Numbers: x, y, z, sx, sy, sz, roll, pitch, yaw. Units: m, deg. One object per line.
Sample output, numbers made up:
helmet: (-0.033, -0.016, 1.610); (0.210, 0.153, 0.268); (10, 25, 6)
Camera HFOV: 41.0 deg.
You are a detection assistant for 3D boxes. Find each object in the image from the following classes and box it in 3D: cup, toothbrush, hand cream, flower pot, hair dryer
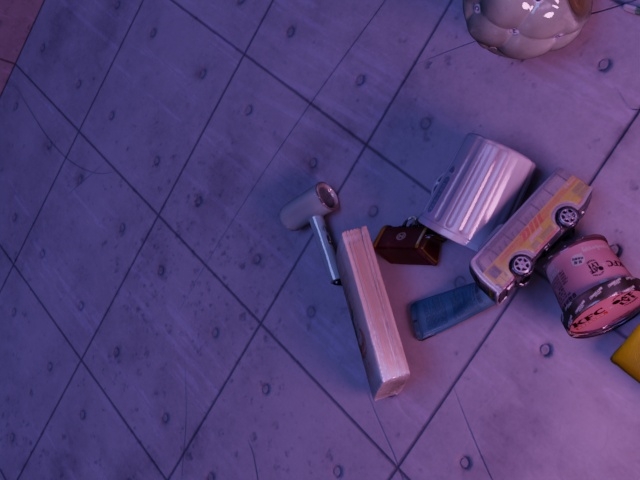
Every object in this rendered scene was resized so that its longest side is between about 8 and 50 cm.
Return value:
cup: (0.286, -0.099, 1.657); (0.221, 0.167, 0.202); (31, 99, 36)
toothbrush: (0.644, -0.374, 1.507); (0.257, 0.018, 0.024); (35, 102, 38)
hand cream: (0.272, 0.132, 1.710); (0.224, 0.048, 0.083); (-27, 65, 39)
flower pot: (0.388, -0.459, 1.592); (0.195, 0.246, 0.246); (1, 82, 41)
hair dryer: (0.000, 0.000, 1.947); (0.131, 0.073, 0.236); (-31, 73, 33)

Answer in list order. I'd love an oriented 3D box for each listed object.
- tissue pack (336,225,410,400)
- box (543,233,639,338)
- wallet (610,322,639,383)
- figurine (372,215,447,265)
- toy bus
tissue pack: (0.102, 0.151, 1.767); (0.071, 0.170, 0.325); (-13, 68, -7)
box: (0.471, 0.076, 1.489); (0.151, 0.151, 0.135); (-40, 51, 27)
wallet: (0.608, 0.220, 1.398); (0.241, 0.067, 0.141); (43, 107, 36)
figurine: (0.197, -0.004, 1.779); (0.154, 0.082, 0.098); (-1, 59, 39)
toy bus: (0.379, -0.008, 1.545); (0.106, 0.092, 0.268); (42, 84, 22)
